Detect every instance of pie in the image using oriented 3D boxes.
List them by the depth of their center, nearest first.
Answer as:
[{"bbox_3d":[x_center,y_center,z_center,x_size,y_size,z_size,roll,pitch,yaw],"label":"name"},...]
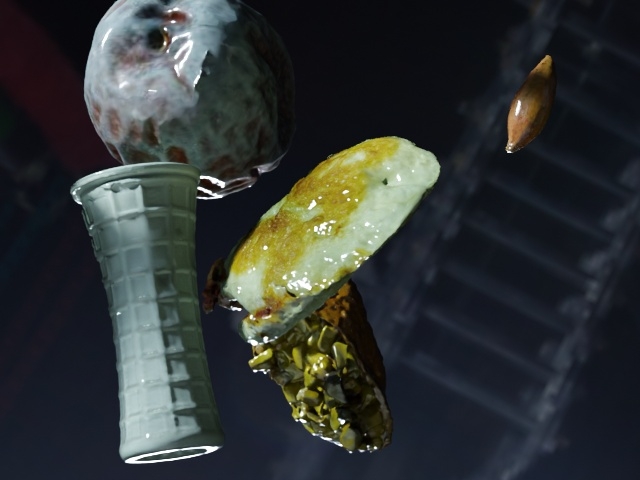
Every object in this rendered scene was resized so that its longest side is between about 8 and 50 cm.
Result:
[{"bbox_3d":[0.005,-0.001,2.005,0.105,0.274,0.257,46,-8,-19],"label":"pie"}]

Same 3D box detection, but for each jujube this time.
[{"bbox_3d":[-0.148,-0.170,2.199,0.215,0.246,0.308,-6,-21,12],"label":"jujube"}]

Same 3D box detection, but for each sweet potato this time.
[{"bbox_3d":[0.177,-0.115,1.583,0.034,0.095,0.034,19,-17,6],"label":"sweet potato"}]

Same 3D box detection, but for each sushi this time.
[{"bbox_3d":[0.000,0.153,2.424,0.167,0.179,0.296,6,-54,29],"label":"sushi"}]

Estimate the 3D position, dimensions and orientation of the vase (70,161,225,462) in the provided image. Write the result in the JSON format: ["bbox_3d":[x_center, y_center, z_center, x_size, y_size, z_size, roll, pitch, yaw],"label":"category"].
[{"bbox_3d":[-0.177,0.080,2.014,0.143,0.299,0.143,-8,-12,-2],"label":"vase"}]
